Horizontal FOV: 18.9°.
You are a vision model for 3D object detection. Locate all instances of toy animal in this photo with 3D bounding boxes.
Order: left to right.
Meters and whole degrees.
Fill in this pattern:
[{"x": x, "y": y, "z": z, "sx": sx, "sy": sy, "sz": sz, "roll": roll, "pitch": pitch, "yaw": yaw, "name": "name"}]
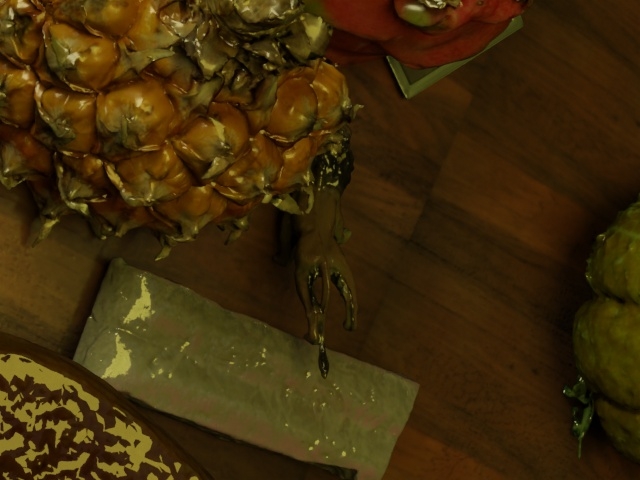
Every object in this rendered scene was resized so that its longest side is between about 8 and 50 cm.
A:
[{"x": -0.002, "y": 0.010, "z": 1.564, "sx": 0.069, "sy": 0.086, "sz": 0.220, "roll": -1, "pitch": 69, "yaw": -8, "name": "toy animal"}]

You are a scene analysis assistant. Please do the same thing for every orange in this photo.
[{"x": 0.377, "y": 0.086, "z": 1.702, "sx": 0.301, "sy": 0.223, "sz": 0.300, "roll": 10, "pitch": 93, "yaw": -29, "name": "orange"}]

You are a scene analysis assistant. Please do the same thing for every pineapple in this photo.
[{"x": -0.122, "y": -0.086, "z": 1.381, "sx": 0.344, "sy": 0.286, "sz": 0.209, "roll": 27, "pitch": 79, "yaw": -26, "name": "pineapple"}]

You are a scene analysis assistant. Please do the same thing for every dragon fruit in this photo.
[{"x": 0.084, "y": -0.283, "z": 1.507, "sx": 0.305, "sy": 0.226, "sz": 0.305, "roll": -1, "pitch": 93, "yaw": -26, "name": "dragon fruit"}]

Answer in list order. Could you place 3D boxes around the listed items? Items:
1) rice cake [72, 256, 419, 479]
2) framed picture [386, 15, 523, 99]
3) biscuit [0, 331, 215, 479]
[{"x": -0.057, "y": 0.114, "z": 1.558, "sx": 0.298, "sy": 0.050, "sz": 0.106, "roll": 24, "pitch": 81, "yaw": -28, "name": "rice cake"}, {"x": 0.087, "y": -0.233, "z": 1.644, "sx": 0.142, "sy": 0.011, "sz": 0.183, "roll": -34, "pitch": 108, "yaw": -23, "name": "framed picture"}, {"x": -0.245, "y": 0.261, "z": 1.448, "sx": 0.350, "sy": 0.070, "sz": 0.394, "roll": -45, "pitch": 111, "yaw": -11, "name": "biscuit"}]
